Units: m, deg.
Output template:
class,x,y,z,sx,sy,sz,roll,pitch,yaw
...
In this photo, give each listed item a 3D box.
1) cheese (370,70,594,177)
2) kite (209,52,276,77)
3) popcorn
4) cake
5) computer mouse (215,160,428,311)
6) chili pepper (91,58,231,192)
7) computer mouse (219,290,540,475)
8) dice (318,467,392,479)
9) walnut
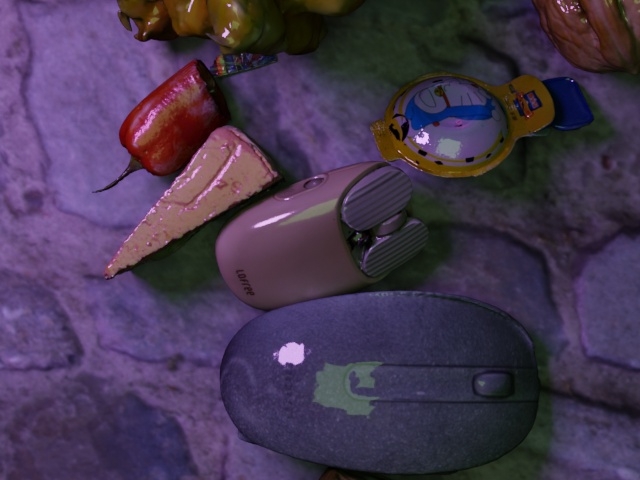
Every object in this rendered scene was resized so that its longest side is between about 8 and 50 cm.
class,x,y,z,sx,sy,sz,roll,pitch,yaw
cheese,0.181,-0.139,1.335,0.250,0.064,0.157,-12,57,-11
kite,-0.090,-0.231,1.371,0.090,0.004,0.122,23,91,-3
popcorn,-0.088,-0.329,1.209,0.325,0.321,0.290,21,92,-20
cake,-0.155,-0.045,1.332,0.225,0.109,0.090,-33,93,2
computer mouse,0.000,0.000,1.329,0.236,0.082,0.145,-19,122,2
chili pepper,-0.184,-0.115,1.339,0.192,0.084,0.086,-41,95,0
computer mouse,0.076,0.160,1.321,0.373,0.114,0.203,-1,82,-7
dice,0.075,0.395,1.299,0.238,0.233,0.227,23,95,0
walnut,0.312,-0.267,1.296,0.155,0.155,0.184,-25,96,2
